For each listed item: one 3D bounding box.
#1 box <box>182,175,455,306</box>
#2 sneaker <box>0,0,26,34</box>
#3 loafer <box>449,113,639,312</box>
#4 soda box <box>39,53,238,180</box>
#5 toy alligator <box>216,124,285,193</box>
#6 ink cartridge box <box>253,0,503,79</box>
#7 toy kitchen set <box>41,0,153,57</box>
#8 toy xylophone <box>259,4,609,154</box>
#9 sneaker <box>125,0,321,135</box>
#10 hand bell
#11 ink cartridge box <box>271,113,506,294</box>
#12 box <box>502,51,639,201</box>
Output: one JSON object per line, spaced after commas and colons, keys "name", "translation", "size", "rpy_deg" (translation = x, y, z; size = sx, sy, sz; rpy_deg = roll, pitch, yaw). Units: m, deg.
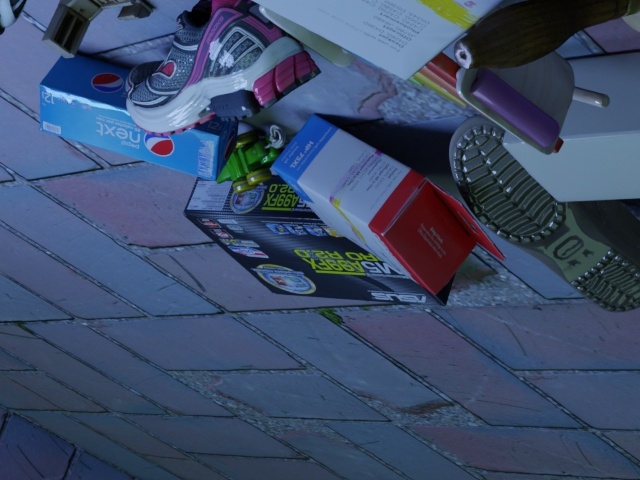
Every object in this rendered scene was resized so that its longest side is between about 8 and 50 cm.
{"name": "box", "translation": [0.000, 0.000, 1.902], "size": [0.270, 0.060, 0.216], "rpy_deg": [4, 153, 36]}
{"name": "sneaker", "translation": [-0.278, -0.276, 1.414], "size": [0.122, 0.146, 0.330], "rpy_deg": [53, 175, -10]}
{"name": "loafer", "translation": [0.234, -0.036, 1.573], "size": [0.268, 0.092, 0.102], "rpy_deg": [44, 124, -17]}
{"name": "soda box", "translation": [-0.197, -0.136, 1.706], "size": [0.210, 0.071, 0.067], "rpy_deg": [17, 133, 8]}
{"name": "toy alligator", "translation": [-0.063, -0.097, 1.746], "size": [0.051, 0.056, 0.189], "rpy_deg": [-17, 175, -29]}
{"name": "ink cartridge box", "translation": [0.058, -0.270, 1.022], "size": [0.197, 0.198, 0.270], "rpy_deg": [25, 157, -13]}
{"name": "toy kitchen set", "translation": [-0.215, -0.215, 1.552], "size": [0.083, 0.075, 0.068], "rpy_deg": [1, 153, 48]}
{"name": "toy xylophone", "translation": [0.102, -0.154, 1.304], "size": [0.236, 0.081, 0.322], "rpy_deg": [30, -179, -30]}
{"name": "sneaker", "translation": [-0.108, -0.180, 1.524], "size": [0.299, 0.121, 0.112], "rpy_deg": [-7, 114, 57]}
{"name": "hand bell", "translation": [0.186, -0.155, 1.034], "size": [0.126, 0.242, 0.126], "rpy_deg": [37, 139, 40]}
{"name": "ink cartridge box", "translation": [0.071, -0.030, 1.635], "size": [0.231, 0.078, 0.134], "rpy_deg": [33, 172, 42]}
{"name": "box", "translation": [0.305, -0.101, 1.353], "size": [0.275, 0.094, 0.113], "rpy_deg": [0, 151, 42]}
